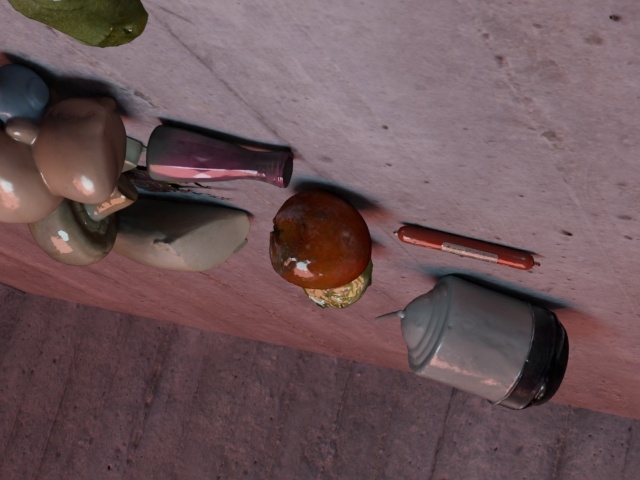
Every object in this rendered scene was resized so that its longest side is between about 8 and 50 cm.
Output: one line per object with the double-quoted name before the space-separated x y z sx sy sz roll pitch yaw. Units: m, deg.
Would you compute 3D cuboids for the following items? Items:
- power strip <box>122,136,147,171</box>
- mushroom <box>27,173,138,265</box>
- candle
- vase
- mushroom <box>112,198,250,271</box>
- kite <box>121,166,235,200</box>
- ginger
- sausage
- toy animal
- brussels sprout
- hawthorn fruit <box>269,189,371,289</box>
"power strip" -0.422 -0.176 1.667 0.270 0.046 0.118 21 165 -25
"mushroom" -0.438 -0.063 1.881 0.215 0.207 0.207 -22 150 23
"candle" 0.298 0.194 1.984 0.342 0.221 0.221 19 166 -11
"vase" -0.150 -0.120 1.521 0.214 0.086 0.086 9 166 11
"mushroom" -0.335 -0.012 2.007 0.407 0.154 0.137 4 134 36
"kite" -0.284 -0.109 1.846 0.285 0.015 0.152 11 168 38
"ginger" -0.294 -0.278 1.022 0.137 0.089 0.290 30 178 27
"sausage" 0.246 0.012 1.698 0.253 0.034 0.034 13 166 9
"toy animal" -0.401 -0.128 1.494 0.221 0.229 0.210 21 -150 -9
"brussels sprout" 0.030 0.043 1.899 0.149 0.122 0.152 4 129 17
"hawthorn fruit" 0.000 0.000 1.654 0.172 0.173 0.173 15 167 4
